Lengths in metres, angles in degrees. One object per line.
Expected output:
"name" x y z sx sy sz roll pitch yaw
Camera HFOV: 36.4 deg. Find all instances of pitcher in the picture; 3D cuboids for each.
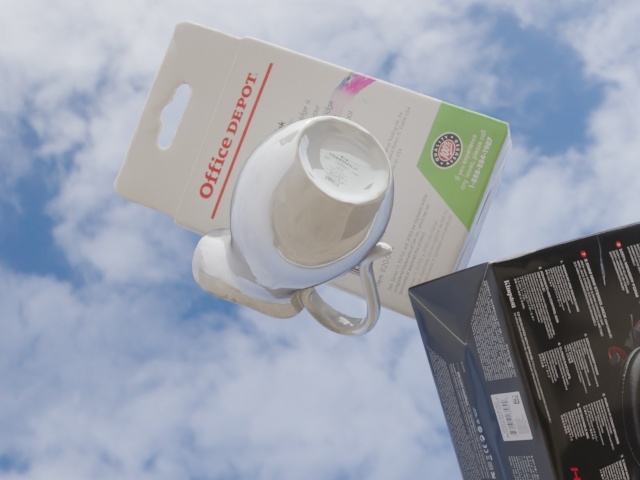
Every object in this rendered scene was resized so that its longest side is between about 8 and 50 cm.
"pitcher" 0.000 0.000 0.827 0.178 0.125 0.207 29 -38 -8

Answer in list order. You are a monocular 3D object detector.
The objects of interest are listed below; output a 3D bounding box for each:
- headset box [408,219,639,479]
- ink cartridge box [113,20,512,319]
"headset box" 0.240 0.100 0.764 0.293 0.110 0.218 -14 -96 -31
"ink cartridge box" -0.007 -0.071 0.992 0.354 0.119 0.207 22 -89 14
